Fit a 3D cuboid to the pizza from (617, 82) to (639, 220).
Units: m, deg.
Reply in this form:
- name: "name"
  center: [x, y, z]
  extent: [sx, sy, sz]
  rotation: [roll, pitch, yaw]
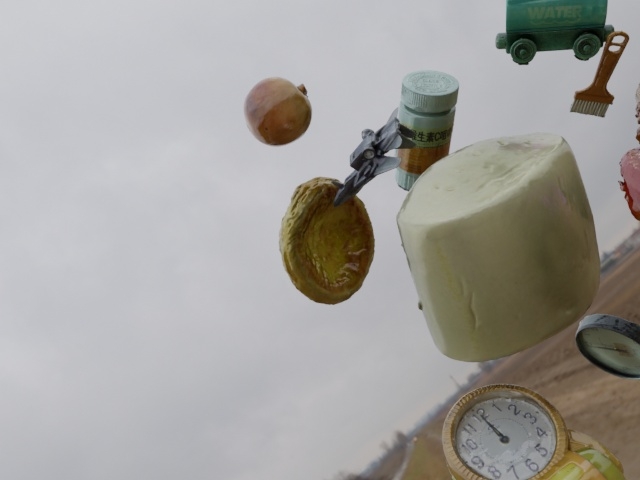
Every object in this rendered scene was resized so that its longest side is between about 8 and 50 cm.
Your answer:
- name: "pizza"
  center: [0.528, -0.051, 1.036]
  extent: [0.130, 0.406, 0.440]
  rotation: [-5, 10, 25]

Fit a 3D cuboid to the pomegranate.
- name: "pomegranate"
  center: [-0.111, -0.340, 1.813]
  extent: [0.191, 0.191, 0.191]
  rotation: [-37, -18, -14]

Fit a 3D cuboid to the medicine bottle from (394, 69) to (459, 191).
- name: "medicine bottle"
  center: [0.292, -0.302, 1.922]
  extent: [0.158, 0.158, 0.318]
  rotation: [-30, -41, -32]

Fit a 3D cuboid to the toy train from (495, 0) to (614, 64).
- name: "toy train"
  center: [0.506, -0.474, 1.477]
  extent: [0.101, 0.248, 0.159]
  rotation: [-70, -26, -51]

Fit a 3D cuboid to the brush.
- name: "brush"
  center: [0.632, -0.366, 1.526]
  extent: [0.314, 0.090, 0.017]
  rotation: [71, -149, -67]

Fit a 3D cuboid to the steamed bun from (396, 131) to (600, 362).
- name: "steamed bun"
  center: [0.368, -0.009, 1.313]
  extent: [0.290, 0.371, 0.456]
  rotation: [2, 30, 40]

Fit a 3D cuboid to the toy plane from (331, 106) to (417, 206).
- name: "toy plane"
  center: [0.094, -0.170, 1.523]
  extent: [0.267, 0.088, 0.212]
  rotation: [-41, 29, 33]

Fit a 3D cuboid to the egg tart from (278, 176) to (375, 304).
- name: "egg tart"
  center: [0.000, 0.000, 1.666]
  extent: [0.319, 0.318, 0.128]
  rotation: [-27, 19, -39]

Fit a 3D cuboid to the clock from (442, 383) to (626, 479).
- name: "clock"
  center: [0.372, 0.422, 1.257]
  extent: [0.244, 0.317, 0.200]
  rotation: [-32, -43, -18]

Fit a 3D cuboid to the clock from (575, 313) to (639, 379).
- name: "clock"
  center: [0.811, 0.293, 1.863]
  extent: [0.049, 0.226, 0.226]
  rotation: [-50, -12, -28]
